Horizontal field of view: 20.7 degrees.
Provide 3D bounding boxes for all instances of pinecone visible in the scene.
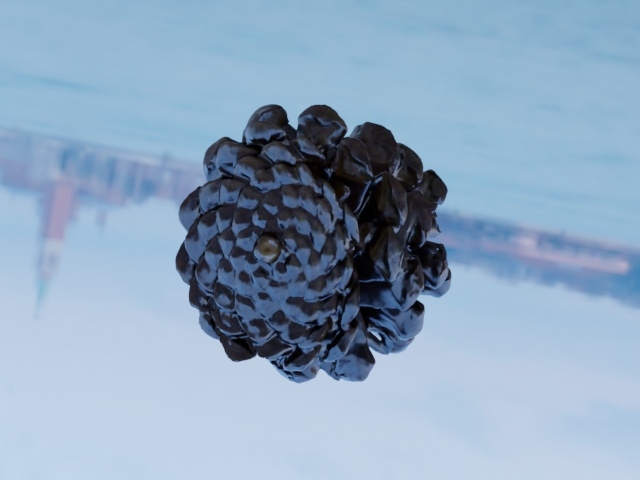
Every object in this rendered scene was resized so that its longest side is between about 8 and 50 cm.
[{"bbox_3d":[0.001,0.001,0.849,0.140,0.140,0.121,12,-172,40],"label":"pinecone"}]
